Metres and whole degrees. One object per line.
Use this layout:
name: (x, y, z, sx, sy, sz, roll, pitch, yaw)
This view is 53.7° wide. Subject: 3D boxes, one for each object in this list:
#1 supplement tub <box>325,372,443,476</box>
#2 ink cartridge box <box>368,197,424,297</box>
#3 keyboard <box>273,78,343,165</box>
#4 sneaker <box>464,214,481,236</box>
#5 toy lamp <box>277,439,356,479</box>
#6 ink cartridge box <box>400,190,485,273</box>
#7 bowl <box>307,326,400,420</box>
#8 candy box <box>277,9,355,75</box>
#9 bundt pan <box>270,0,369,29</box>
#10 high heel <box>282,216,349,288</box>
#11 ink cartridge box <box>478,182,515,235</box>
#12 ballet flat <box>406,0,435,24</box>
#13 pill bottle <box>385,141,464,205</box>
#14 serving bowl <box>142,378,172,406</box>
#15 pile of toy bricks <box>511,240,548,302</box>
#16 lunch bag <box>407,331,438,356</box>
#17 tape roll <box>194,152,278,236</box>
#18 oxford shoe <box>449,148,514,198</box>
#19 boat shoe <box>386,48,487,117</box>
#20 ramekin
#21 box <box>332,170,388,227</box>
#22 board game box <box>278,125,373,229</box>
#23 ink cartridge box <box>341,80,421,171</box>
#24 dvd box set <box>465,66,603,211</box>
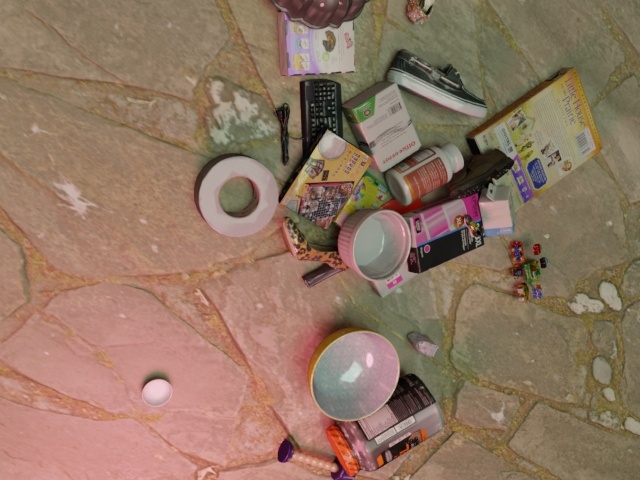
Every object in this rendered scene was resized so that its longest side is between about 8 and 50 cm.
supplement tub: (0.199, 0.583, 1.989, 0.337, 0.207, 0.207, -26, 112, -13)
ink cartridge box: (0.240, 0.003, 1.933, 0.275, 0.060, 0.239, -33, 115, -11)
keyboard: (-0.027, -0.285, 1.763, 0.201, 0.033, 0.318, -9, 106, -19)
sneaker: (0.463, -0.045, 1.910, 0.031, 0.035, 0.083, -46, 119, -22)
toy lamp: (-0.004, 0.705, 2.014, 0.274, 0.080, 0.080, 29, 92, -24)
ink cartridge box: (0.402, -0.040, 1.930, 0.370, 0.069, 0.176, -21, 107, -34)
bowl: (0.079, 0.381, 1.914, 0.289, 0.156, 0.290, -6, 106, -21)
candy box: (-0.009, -0.526, 1.682, 0.196, 0.070, 0.165, -8, 107, -19)
bundt pan: (0.010, -0.705, 1.570, 0.330, 0.124, 0.331, 0, 91, -19)
high heel: (0.000, 0.000, 1.810, 0.186, 0.093, 0.261, -29, 127, -8)
ink cartridge box: (0.549, -0.100, 1.965, 0.089, 0.092, 0.143, -4, 123, 25)
ballet flat: (0.311, -0.721, 1.755, 0.091, 0.077, 0.241, 10, 99, -23)
pill bottle: (0.310, -0.202, 1.870, 0.216, 0.121, 0.121, -29, 113, -12)
serving bowl: (-0.461, 0.424, 1.779, 0.083, 0.027, 0.084, -5, 106, -20)
pile of toy bricks: (0.715, 0.097, 2.138, 0.105, 0.118, 0.212, -25, 105, -56)
lunch bag: (0.326, 0.335, 2.049, 0.083, 0.071, 0.053, 26, 98, -28)
tape roll: (-0.226, -0.122, 1.703, 0.219, 0.072, 0.219, -6, 107, -21)
oxford shoe: (0.465, -0.201, 1.899, 0.227, 0.096, 0.083, -32, 157, -17)
boat shoe: (0.355, -0.451, 1.820, 0.335, 0.121, 0.119, 17, 101, -23)
ramekin: (0.145, 0.005, 1.801, 0.207, 0.109, 0.207, -8, 106, -32)
box: (0.117, -0.106, 1.855, 0.105, 0.043, 0.179, 35, 85, -25)
board game box: (0.013, -0.171, 1.763, 0.165, 0.042, 0.243, 30, 102, -23)
ink cartridge box: (0.175, -0.323, 1.797, 0.153, 0.087, 0.209, -33, 117, -11)
dvd box set: (0.692, -0.315, 2.027, 0.420, 0.062, 0.308, -35, 114, -9)
